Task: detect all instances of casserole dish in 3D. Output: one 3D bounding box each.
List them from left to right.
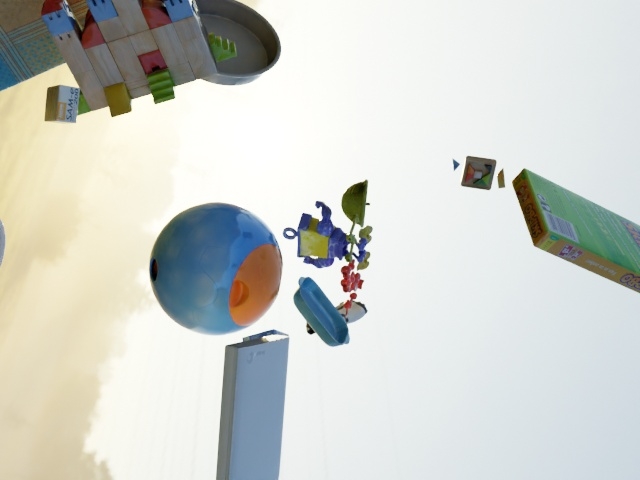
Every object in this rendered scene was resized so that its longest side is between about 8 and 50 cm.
[{"bbox_3d":[-0.003,0.166,1.956,0.037,0.188,0.114,-33,-170,21],"label":"casserole dish"}]

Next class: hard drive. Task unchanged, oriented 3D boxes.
[{"bbox_3d":[-0.127,0.342,1.632,0.203,0.040,0.307,0,95,-65],"label":"hard drive"}]

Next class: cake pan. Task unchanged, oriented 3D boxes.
[{"bbox_3d":[-0.239,-0.474,2.058,0.054,0.293,0.293,117,-15,-47],"label":"cake pan"}]

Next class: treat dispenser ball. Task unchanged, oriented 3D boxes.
[{"bbox_3d":[-0.223,0.060,1.852,0.288,0.288,0.288,-160,-90,-76],"label":"treat dispenser ball"}]

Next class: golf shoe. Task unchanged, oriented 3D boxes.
[{"bbox_3d":[0.047,0.238,2.552,0.198,0.077,0.094,-18,-153,24],"label":"golf shoe"}]

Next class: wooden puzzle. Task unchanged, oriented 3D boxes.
[{"bbox_3d":[0.340,-0.143,1.850,0.014,0.116,0.078,-72,163,-59],"label":"wooden puzzle"}]

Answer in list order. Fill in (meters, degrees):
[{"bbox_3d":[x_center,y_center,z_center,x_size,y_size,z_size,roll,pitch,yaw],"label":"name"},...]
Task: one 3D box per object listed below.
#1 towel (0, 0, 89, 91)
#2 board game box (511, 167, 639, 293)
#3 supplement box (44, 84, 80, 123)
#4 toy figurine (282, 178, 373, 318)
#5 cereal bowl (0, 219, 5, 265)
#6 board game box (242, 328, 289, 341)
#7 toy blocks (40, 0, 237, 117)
[{"bbox_3d":[-0.662,-0.463,1.858,0.271,0.370,0.040,72,-9,-50],"label":"towel"},{"bbox_3d":[0.370,-0.001,1.136,0.039,0.259,0.124,-53,-152,36],"label":"board game box"},{"bbox_3d":[-0.445,-0.233,1.484,0.098,0.036,0.062,14,-82,60],"label":"supplement box"},{"bbox_3d":[0.000,0.000,2.129,0.362,0.217,0.191,90,20,-47],"label":"toy figurine"},{"bbox_3d":[-0.882,0.046,1.946,0.339,0.141,0.339,-55,161,-29],"label":"cereal bowl"},{"bbox_3d":[-0.137,0.248,2.176,0.090,0.090,0.020,-17,-112,19],"label":"board game box"},{"bbox_3d":[-0.395,-0.438,1.803,0.191,0.381,0.261,-101,174,-48],"label":"toy blocks"}]
